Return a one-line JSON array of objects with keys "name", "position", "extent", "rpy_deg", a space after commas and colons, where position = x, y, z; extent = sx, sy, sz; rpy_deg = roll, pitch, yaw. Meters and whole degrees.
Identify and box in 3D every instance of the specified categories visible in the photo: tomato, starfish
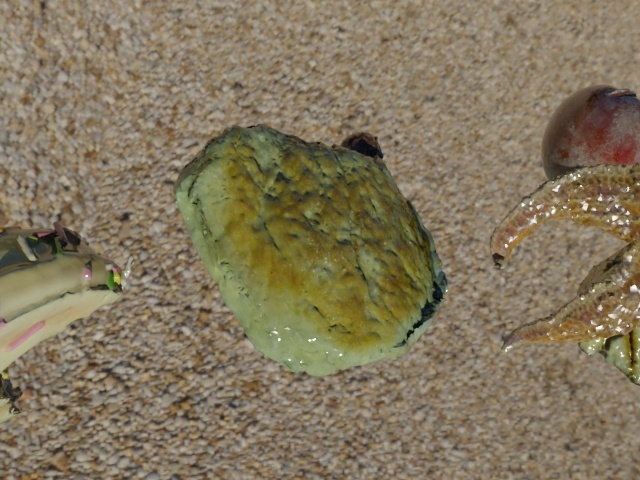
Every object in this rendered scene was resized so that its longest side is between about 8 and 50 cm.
[{"name": "tomato", "position": [0.645, -0.196, 1.847], "extent": [0.316, 0.316, 0.282], "rpy_deg": [28, 97, -33]}, {"name": "starfish", "position": [0.301, 0.003, 0.672], "extent": [0.302, 0.299, 0.060], "rpy_deg": [22, 15, -5]}]

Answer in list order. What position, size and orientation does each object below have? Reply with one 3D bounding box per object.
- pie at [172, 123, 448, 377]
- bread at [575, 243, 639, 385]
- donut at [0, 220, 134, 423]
[{"name": "pie", "position": [-0.010, 0.013, 1.233], "extent": [0.418, 0.180, 0.395], "rpy_deg": [-9, 68, -48]}, {"name": "bread", "position": [0.688, 0.161, 1.576], "extent": [0.395, 0.264, 0.239], "rpy_deg": [34, 14, 12]}, {"name": "donut", "position": [-0.461, 0.127, 1.136], "extent": [0.150, 0.371, 0.307], "rpy_deg": [50, 20, 15]}]
